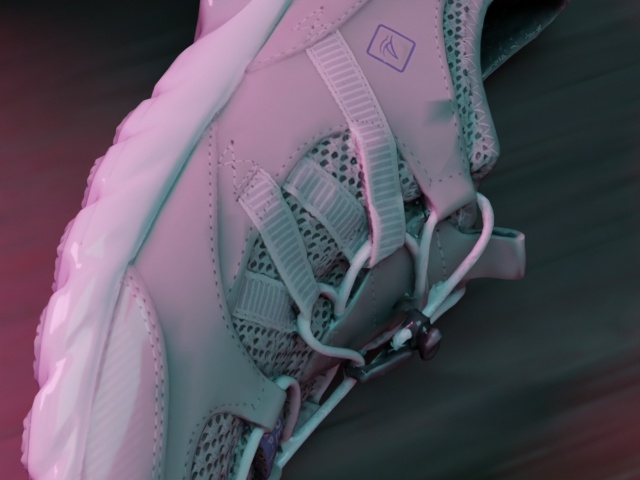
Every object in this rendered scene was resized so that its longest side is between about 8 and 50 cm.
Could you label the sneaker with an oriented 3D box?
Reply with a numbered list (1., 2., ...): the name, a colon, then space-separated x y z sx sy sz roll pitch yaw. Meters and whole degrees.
1. sneaker: 0.000 0.000 0.470 0.115 0.105 0.281 19 66 3
